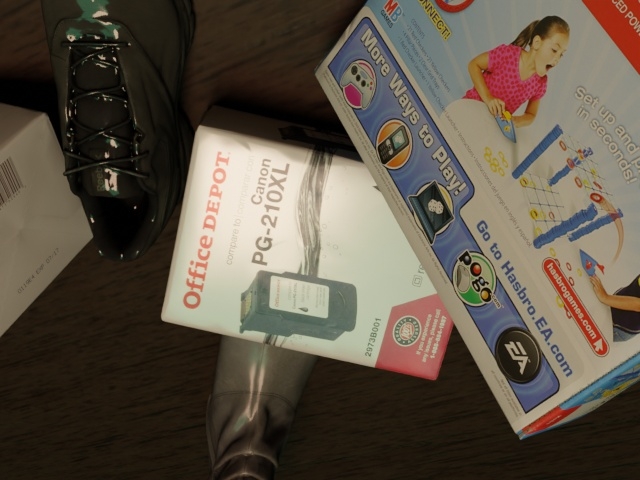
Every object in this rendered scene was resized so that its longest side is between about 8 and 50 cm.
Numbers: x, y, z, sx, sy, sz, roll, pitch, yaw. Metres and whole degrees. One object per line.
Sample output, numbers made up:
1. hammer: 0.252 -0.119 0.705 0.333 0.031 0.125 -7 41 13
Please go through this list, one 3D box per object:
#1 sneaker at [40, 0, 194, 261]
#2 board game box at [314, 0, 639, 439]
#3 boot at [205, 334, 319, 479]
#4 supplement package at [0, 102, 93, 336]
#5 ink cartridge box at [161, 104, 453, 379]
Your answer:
1. sneaker: -0.154 -0.103 0.654 0.109 0.130 0.286 0 132 7
2. board game box: 0.164 -0.092 0.508 0.086 0.308 0.302 -3 147 -41
3. boot: -0.064 0.188 0.855 0.118 0.222 0.338 10 134 0
4. supplement package: -0.337 -0.036 0.691 0.244 0.139 0.133 14 137 21
5. ink cartridge box: 0.000 0.000 0.714 0.237 0.100 0.171 12 108 -4
